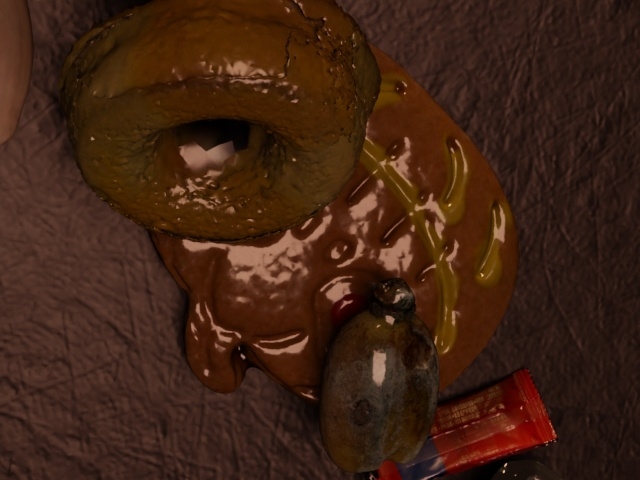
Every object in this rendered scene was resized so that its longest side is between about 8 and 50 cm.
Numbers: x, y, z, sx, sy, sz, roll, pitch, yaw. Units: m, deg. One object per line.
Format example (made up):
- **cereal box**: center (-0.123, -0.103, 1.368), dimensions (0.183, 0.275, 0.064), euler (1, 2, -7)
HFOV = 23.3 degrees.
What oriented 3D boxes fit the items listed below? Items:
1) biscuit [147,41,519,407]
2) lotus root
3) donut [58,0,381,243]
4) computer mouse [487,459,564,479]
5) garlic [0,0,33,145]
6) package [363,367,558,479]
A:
- **biscuit**: center (0.002, 0.002, 1.467), dimensions (0.394, 0.070, 0.350), euler (39, 87, -18)
- **lotus root**: center (0.056, 0.126, 1.433), dimensions (0.113, 0.088, 0.192), euler (-4, 111, -27)
- **donut**: center (-0.084, -0.092, 1.282), dimensions (0.272, 0.107, 0.272), euler (-1, 139, -1)
- **computer mouse**: center (0.185, 0.327, 1.574), dimensions (0.126, 0.071, 0.231), euler (13, 103, -4)
- **garlic**: center (-0.358, -0.183, 1.256), dimensions (0.246, 0.231, 0.340), euler (-30, 100, -12)
- **package**: center (0.132, 0.195, 1.545), dimensions (0.200, 0.022, 0.083), euler (-18, 68, -12)
